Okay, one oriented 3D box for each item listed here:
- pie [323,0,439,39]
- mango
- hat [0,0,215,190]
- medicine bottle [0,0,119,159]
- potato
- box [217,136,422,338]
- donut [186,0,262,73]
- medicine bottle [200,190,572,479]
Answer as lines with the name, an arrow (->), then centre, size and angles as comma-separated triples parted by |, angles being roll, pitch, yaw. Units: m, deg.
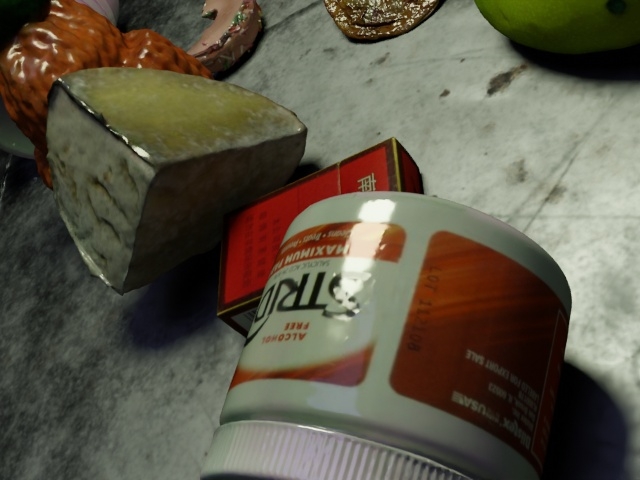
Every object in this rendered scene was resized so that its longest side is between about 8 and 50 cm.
pie -> 0.085, -0.312, 1.213 | 0.191, 0.033, 0.088 | -5, 70, 34
mango -> 0.272, -0.287, 0.948 | 0.293, 0.143, 0.175 | 15, 102, 52
hat -> -0.321, -0.220, 1.193 | 0.285, 0.400, 0.285 | -18, 49, 22
medicine bottle -> -0.466, -0.319, 1.526 | 0.212, 0.212, 0.325 | -23, 47, 24
potato -> -0.185, -0.095, 1.111 | 0.264, 0.211, 0.189 | -21, 53, -38
box -> -0.001, -0.001, 1.001 | 0.240, 0.074, 0.153 | -22, 42, 23
donut -> -0.137, -0.331, 1.382 | 0.117, 0.065, 0.166 | -10, 53, 35
medicine bottle -> 0.059, 0.120, 0.719 | 0.252, 0.252, 0.241 | -4, 56, 37
